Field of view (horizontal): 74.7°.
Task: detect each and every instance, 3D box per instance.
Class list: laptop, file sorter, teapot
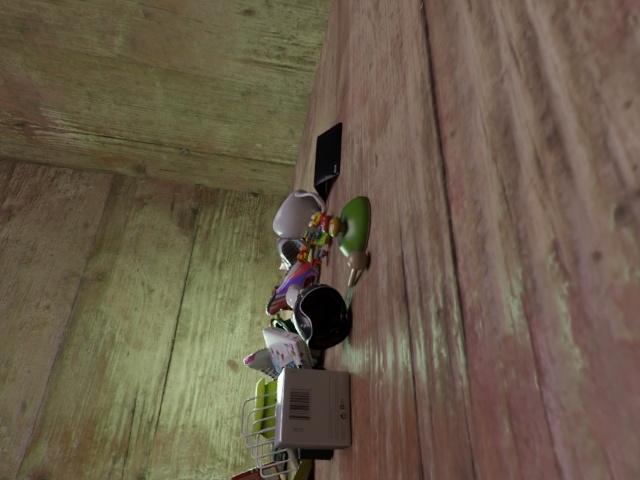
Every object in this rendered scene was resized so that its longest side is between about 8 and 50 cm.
[{"bbox_3d":[0.048,-0.317,1.753,0.264,0.136,0.235,52,-140,-65],"label":"laptop"},{"bbox_3d":[-0.198,0.782,1.692,0.193,0.173,0.278,-102,-3,-63],"label":"file sorter"},{"bbox_3d":[-0.079,-0.095,1.883,0.253,0.187,0.256,-57,-9,3],"label":"teapot"}]

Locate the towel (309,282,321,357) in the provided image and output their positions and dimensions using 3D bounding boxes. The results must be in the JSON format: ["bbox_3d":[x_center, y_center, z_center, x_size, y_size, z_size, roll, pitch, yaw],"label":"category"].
[{"bbox_3d":[-0.024,0.313,1.632,0.187,0.049,0.283,123,152,-73],"label":"towel"}]

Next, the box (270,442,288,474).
[{"bbox_3d":[-0.210,1.015,2.209,0.242,0.076,0.308,180,96,-81],"label":"box"}]

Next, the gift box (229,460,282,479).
[{"bbox_3d":[-0.273,1.202,1.930,0.258,0.276,0.255,111,146,-44],"label":"gift box"}]

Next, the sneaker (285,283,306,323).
[{"bbox_3d":[-0.072,0.225,1.637,0.232,0.090,0.115,-117,42,-58],"label":"sneaker"}]

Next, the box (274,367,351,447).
[{"bbox_3d":[-0.021,0.440,1.094,0.119,0.181,0.181,114,160,-57],"label":"box"}]

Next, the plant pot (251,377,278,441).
[{"bbox_3d":[-0.204,0.776,1.930,0.228,0.207,0.227,-100,18,-64],"label":"plant pot"}]

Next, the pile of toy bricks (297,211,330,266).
[{"bbox_3d":[0.000,0.000,1.613,0.105,0.118,0.212,-11,53,52],"label":"pile of toy bricks"}]

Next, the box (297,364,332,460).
[{"bbox_3d":[-0.024,0.523,1.305,0.261,0.103,0.185,-159,78,-80],"label":"box"}]

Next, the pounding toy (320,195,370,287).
[{"bbox_3d":[0.059,-0.013,1.143,0.183,0.110,0.237,113,162,-62],"label":"pounding toy"}]

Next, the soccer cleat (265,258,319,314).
[{"bbox_3d":[-0.127,0.221,1.819,0.318,0.116,0.108,-56,-7,19],"label":"soccer cleat"}]

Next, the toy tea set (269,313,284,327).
[{"bbox_3d":[-0.104,0.479,1.838,0.200,0.124,0.336,36,-146,-62],"label":"toy tea set"}]

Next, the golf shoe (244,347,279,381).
[{"bbox_3d":[-0.206,0.541,1.812,0.306,0.115,0.140,25,-146,-57],"label":"golf shoe"}]

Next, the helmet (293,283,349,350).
[{"bbox_3d":[-0.002,0.212,1.202,0.169,0.169,0.162,106,151,-45],"label":"helmet"}]

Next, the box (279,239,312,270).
[{"bbox_3d":[-0.113,0.024,2.074,0.128,0.122,0.257,124,159,-68],"label":"box"}]

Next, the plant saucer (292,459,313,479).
[{"bbox_3d":[-0.081,0.851,1.449,0.188,0.045,0.189,-56,-14,-47],"label":"plant saucer"}]

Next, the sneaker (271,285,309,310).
[{"bbox_3d":[-0.145,0.239,2.027,0.321,0.179,0.125,-111,30,-72],"label":"sneaker"}]

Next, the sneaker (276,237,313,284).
[{"bbox_3d":[-0.116,0.095,1.907,0.115,0.105,0.281,36,152,55],"label":"sneaker"}]

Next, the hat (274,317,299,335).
[{"bbox_3d":[-0.072,0.343,1.710,0.208,0.183,0.173,51,151,18],"label":"hat"}]

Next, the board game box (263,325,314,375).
[{"bbox_3d":[-0.118,0.442,1.591,0.305,0.053,0.193,-4,103,60],"label":"board game box"}]
